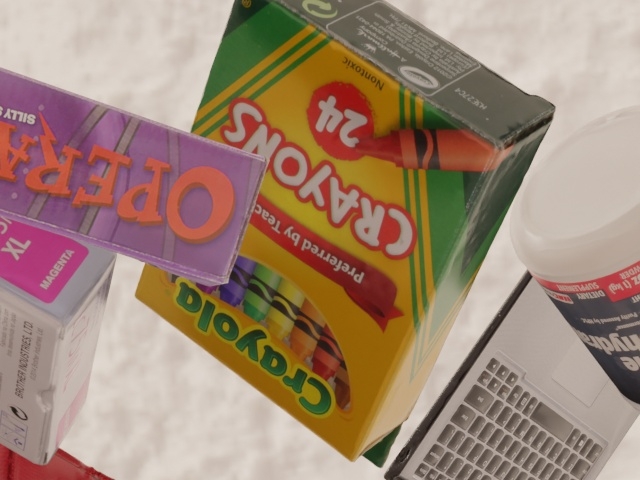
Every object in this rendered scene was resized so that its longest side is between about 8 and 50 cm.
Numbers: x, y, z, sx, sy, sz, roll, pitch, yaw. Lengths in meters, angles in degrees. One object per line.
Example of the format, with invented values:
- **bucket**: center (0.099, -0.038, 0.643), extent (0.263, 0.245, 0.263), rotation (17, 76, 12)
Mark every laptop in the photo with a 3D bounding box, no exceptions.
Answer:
- **laptop**: center (0.251, 0.286, 1.882), extent (0.236, 0.382, 0.408), rotation (33, 88, 33)

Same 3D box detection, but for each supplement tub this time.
- **supplement tub**: center (0.304, 0.035, 1.663), extent (0.191, 0.272, 0.191), rotation (-29, 30, 19)

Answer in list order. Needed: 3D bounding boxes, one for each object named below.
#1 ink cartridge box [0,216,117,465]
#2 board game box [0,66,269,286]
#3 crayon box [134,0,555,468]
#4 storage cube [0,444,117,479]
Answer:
- **ink cartridge box**: center (-0.261, -0.009, 1.040), extent (0.311, 0.065, 0.186), rotation (28, 149, 4)
- **board game box**: center (-0.210, -0.068, 0.589), extent (0.208, 0.346, 0.056), rotation (10, 82, 63)
- **crayon box**: center (0.000, 0.000, 1.269), extent (0.202, 0.081, 0.319), rotation (35, 127, 18)
- **storage cube**: center (-0.227, 0.250, 1.242), extent (0.215, 0.183, 0.193), rotation (-14, 61, 22)
